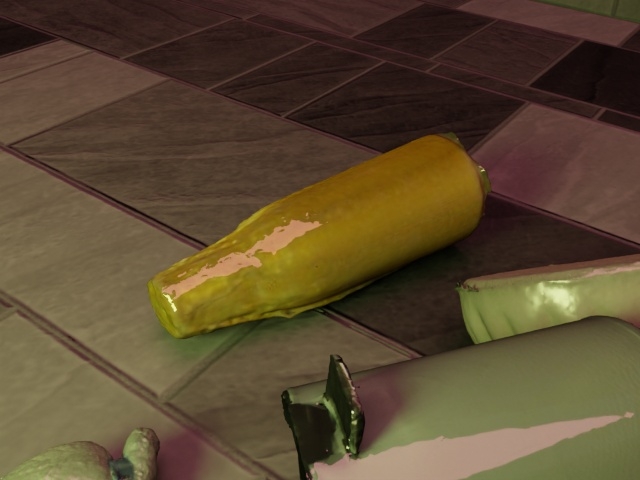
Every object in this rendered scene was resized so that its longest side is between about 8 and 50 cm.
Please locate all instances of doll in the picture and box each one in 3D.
[{"bbox_3d":[-0.227,0.230,0.565,0.214,0.071,0.104,-28,45,-30],"label":"doll"}]

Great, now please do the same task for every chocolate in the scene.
[{"bbox_3d":[0.000,0.000,0.847,0.446,0.162,0.162,-23,43,-25],"label":"chocolate"}]

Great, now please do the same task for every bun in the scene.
[{"bbox_3d":[0.285,0.106,0.701,0.263,0.174,0.263,-9,-3,0],"label":"bun"}]

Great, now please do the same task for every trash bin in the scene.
[{"bbox_3d":[0.122,0.187,0.496,0.263,0.277,0.217,-13,30,-7],"label":"trash bin"}]
